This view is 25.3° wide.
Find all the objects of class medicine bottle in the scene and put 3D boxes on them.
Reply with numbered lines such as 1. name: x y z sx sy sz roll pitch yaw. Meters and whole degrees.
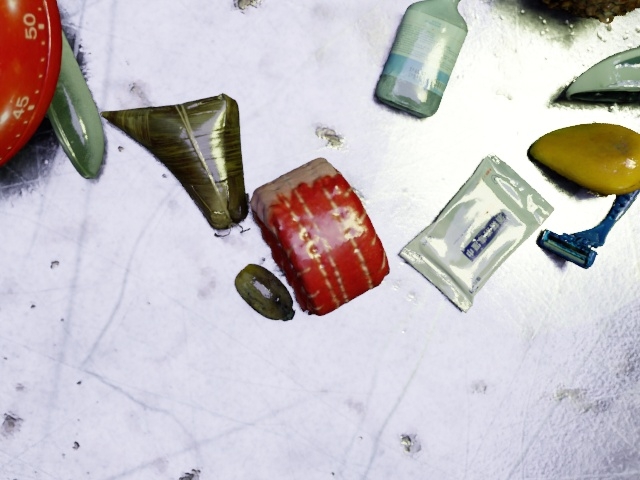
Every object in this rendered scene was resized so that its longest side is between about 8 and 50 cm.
1. medicine bottle: 0.149 -0.274 1.932 0.090 0.054 0.208 21 85 -2

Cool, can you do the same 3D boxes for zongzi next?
1. zongzi: -0.190 -0.092 1.888 0.184 0.084 0.187 -7 91 -2

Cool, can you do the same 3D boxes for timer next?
1. timer: -0.501 -0.244 1.749 0.378 0.279 0.378 2 95 20

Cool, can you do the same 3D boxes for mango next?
1. mango: 0.371 -0.115 1.910 0.187 0.066 0.101 16 62 30

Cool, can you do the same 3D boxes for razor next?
1. razor: 0.432 -0.095 1.952 0.324 0.093 0.056 -52 132 -8

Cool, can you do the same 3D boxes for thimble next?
1. thimble: -0.002 -0.005 1.857 0.125 0.163 0.189 -29 98 -7

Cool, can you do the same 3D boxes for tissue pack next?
1. tissue pack: 0.215 -0.013 1.941 0.122 0.026 0.193 42 86 -2

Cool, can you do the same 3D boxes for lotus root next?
1. lotus root: -0.071 0.073 1.908 0.099 0.049 0.054 43 84 -8

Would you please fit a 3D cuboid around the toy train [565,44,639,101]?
1. toy train: 0.531 -0.230 1.897 0.407 0.086 0.088 0 83 4

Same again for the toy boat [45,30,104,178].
1. toy boat: -0.355 -0.200 1.885 0.085 0.078 0.260 -25 88 19

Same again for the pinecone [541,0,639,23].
1. pinecone: 0.358 -0.391 1.873 0.229 0.202 0.201 3 50 -37
